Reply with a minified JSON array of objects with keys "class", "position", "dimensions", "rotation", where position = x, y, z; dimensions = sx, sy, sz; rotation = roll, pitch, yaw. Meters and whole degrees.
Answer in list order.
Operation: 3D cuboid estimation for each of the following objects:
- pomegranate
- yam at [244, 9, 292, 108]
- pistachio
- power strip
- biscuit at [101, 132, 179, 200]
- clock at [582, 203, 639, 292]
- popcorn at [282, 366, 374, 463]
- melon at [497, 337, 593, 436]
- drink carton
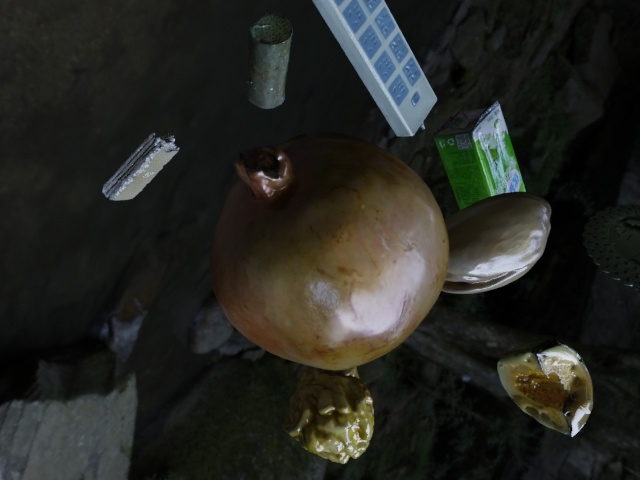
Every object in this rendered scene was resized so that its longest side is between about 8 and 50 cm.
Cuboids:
[{"class":"pomegranate","position":[0.000,0.000,0.642],"dimensions":[0.252,0.229,0.270],"rotation":[-44,127,-16]},{"class":"yam","position":[-0.082,-0.270,0.921],"dimensions":[0.068,0.068,0.169],"rotation":[-56,174,-21]},{"class":"pistachio","position":[0.323,-0.002,1.162],"dimensions":[0.292,0.181,0.162],"rotation":[-29,140,-12]},{"class":"power strip","position":[0.099,-0.327,1.039],"dimensions":[0.106,0.043,0.367],"rotation":[-56,128,-20]},{"class":"biscuit","position":[-0.495,-0.201,1.670],"dimensions":[0.239,0.062,0.108],"rotation":[-43,173,18]},{"class":"clock","position":[0.216,0.004,0.399],"dimensions":[0.074,0.083,0.010],"rotation":[-39,141,-21]},{"class":"popcorn","position":[0.010,0.278,0.976],"dimensions":[0.194,0.140,0.164],"rotation":[-109,-149,-69]},{"class":"melon","position":[0.339,0.206,0.926],"dimensions":[0.079,0.160,0.128],"rotation":[-39,-162,-30]},{"class":"drink carton","position":[0.379,-0.169,1.416],"dimensions":[0.108,0.271,0.161],"rotation":[-2,-148,45]}]
